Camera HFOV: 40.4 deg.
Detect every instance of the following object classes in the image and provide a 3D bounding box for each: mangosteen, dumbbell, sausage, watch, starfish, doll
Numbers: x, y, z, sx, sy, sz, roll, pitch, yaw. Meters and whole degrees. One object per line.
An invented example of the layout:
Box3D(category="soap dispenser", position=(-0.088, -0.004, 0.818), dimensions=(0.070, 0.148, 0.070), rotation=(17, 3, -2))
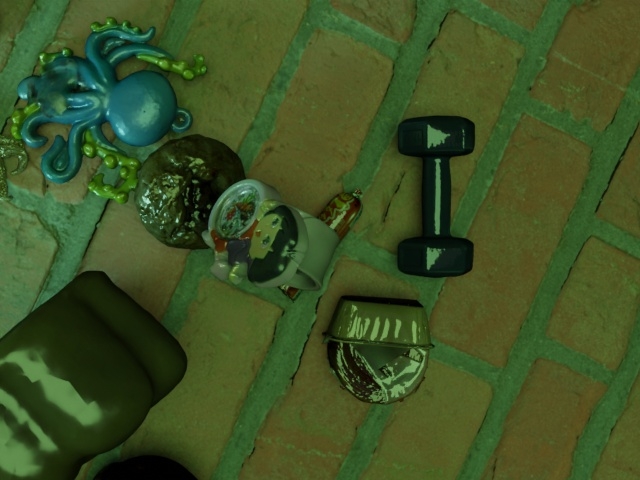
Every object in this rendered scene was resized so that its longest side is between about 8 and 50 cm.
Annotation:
Box3D(category="mangosteen", position=(-0.349, 0.537, 1.643), dimensions=(0.233, 0.287, 0.288), rotation=(2, 92, -37))
Box3D(category="dumbbell", position=(0.232, -0.087, 1.745), dimensions=(0.160, 0.144, 0.325), rotation=(-1, 92, -7))
Box3D(category="sausage", position=(0.000, 0.000, 1.748), dimensions=(0.083, 0.083, 0.264), rotation=(39, 84, -8))
Box3D(category="watch", position=(-0.073, 0.023, 1.583), dimensions=(0.231, 0.244, 0.196), rotation=(40, 68, -46))
Box3D(category="starfish", position=(-0.643, -0.167, 1.649), dimensions=(0.150, 0.053, 0.210), rotation=(-25, 98, -3))
Box3D(category="doll", position=(-0.412, -0.255, 1.670), dimensions=(0.341, 0.099, 0.346), rotation=(15, 83, 2))

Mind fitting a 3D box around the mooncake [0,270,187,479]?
Box3D(category="mooncake", position=(-0.464, 0.277, 1.494), dimensions=(0.467, 0.467, 0.262), rotation=(-42, 95, -5))

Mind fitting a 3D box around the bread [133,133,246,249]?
Box3D(category="bread", position=(-0.235, -0.086, 1.642), dimensions=(0.230, 0.123, 0.230), rotation=(-18, 118, -39))

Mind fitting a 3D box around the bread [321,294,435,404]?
Box3D(category="bread", position=(0.115, 0.218, 1.739), dimensions=(0.224, 0.142, 0.212), rotation=(6, 88, -10))
